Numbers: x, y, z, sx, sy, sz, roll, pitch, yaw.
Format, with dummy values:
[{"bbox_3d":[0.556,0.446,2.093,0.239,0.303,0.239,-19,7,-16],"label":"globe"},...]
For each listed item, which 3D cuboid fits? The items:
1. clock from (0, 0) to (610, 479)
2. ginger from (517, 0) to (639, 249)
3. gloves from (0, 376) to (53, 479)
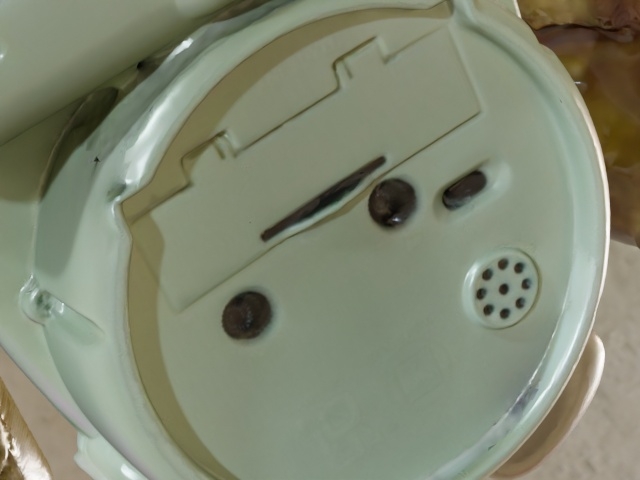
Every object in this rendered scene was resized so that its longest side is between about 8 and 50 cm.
[{"bbox_3d":[0.000,0.000,0.369,0.151,0.062,0.191,-34,117,-16],"label":"clock"},{"bbox_3d":[0.145,-0.076,0.694,0.321,0.172,0.165,12,86,9],"label":"ginger"},{"bbox_3d":[-0.166,0.108,0.560,0.141,0.331,0.154,10,22,28],"label":"gloves"}]
